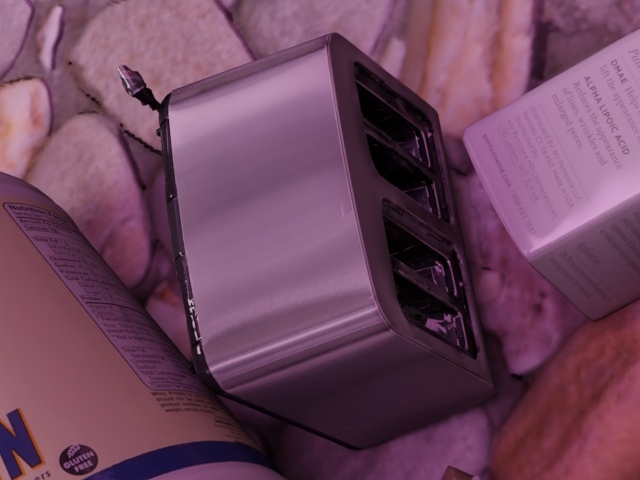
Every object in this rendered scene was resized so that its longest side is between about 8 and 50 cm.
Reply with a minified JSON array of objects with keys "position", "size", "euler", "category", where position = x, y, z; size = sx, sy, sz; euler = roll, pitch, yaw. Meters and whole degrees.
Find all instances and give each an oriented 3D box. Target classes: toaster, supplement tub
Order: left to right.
[{"position":[-0.180,0.110,0.969],"size":[0.235,0.235,0.325],"euler":[-46,60,4],"category":"supplement tub"},{"position":[0.000,0.000,0.953],"size":[0.110,0.186,0.168],"euler":[-21,64,22],"category":"toaster"}]

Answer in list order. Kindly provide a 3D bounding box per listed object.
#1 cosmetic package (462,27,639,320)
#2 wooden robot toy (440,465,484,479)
[{"position":[0.198,-0.060,0.920],"size":[0.231,0.117,0.085],"euler":[-31,63,12],"category":"cosmetic package"},{"position":[0.063,0.204,0.933],"size":[0.079,0.076,0.173],"euler":[22,81,-6],"category":"wooden robot toy"}]
